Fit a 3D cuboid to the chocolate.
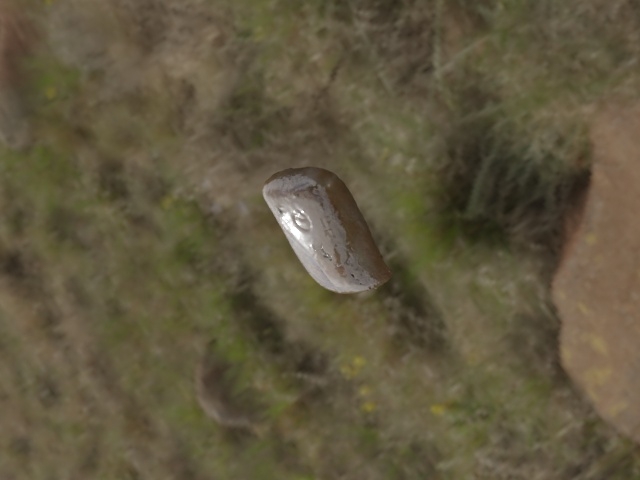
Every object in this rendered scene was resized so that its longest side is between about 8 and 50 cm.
[{"bbox_3d":[0.000,0.000,0.941,0.064,0.031,0.101,-6,123,39],"label":"chocolate"}]
